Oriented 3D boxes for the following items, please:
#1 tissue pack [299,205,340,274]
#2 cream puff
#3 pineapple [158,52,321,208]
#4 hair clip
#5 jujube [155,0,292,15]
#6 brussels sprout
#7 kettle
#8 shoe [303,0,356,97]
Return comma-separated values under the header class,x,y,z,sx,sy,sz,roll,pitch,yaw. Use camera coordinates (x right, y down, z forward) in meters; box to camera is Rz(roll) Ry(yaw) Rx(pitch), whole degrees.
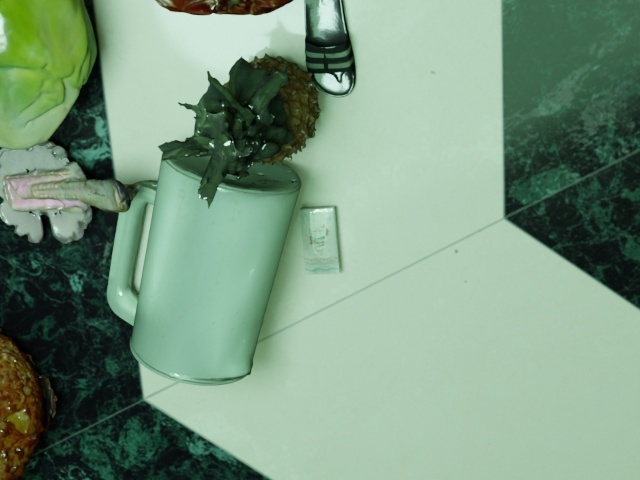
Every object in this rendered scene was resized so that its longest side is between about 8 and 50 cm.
class,x,y,z,sx,sy,sz,roll,pitch,yaw
tissue pack,0.000,0.000,1.638,0.056,0.023,0.108,-4,107,8
cream puff,-0.615,0.285,1.699,0.350,0.228,0.350,2,107,7
pineapple,-0.095,-0.160,1.417,0.165,0.364,0.165,3,105,9
hair clip,-0.376,-0.072,1.599,0.300,0.069,0.173,4,111,37
jujube,-0.121,-0.401,1.425,0.232,0.213,0.213,-2,108,-3
brussels sprout,-0.471,-0.300,1.479,0.344,0.268,0.344,7,131,8
kettle,-0.189,0.025,1.577,0.265,0.205,0.318,13,112,-1
shoe,0.008,-0.290,1.527,0.071,0.049,0.179,-5,108,9
